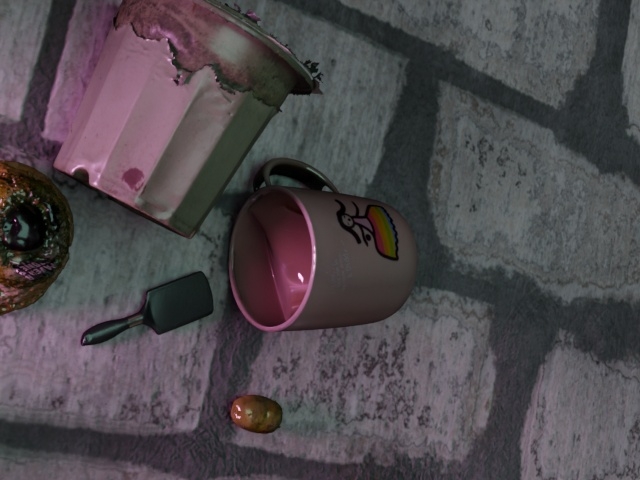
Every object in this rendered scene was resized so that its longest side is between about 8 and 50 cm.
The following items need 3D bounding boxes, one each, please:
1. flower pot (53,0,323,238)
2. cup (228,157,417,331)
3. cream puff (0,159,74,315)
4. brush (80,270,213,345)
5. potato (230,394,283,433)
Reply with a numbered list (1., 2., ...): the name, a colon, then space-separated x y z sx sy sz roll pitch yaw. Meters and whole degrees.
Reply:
1. flower pot: -0.174 -0.152 1.272 0.290 0.290 0.259 31 83 -32
2. cup: 0.000 0.000 1.451 0.200 0.191 0.253 2 56 -39
3. cream puff: -0.347 -0.003 1.192 0.183 0.169 0.183 0 89 -37
4. brush: -0.224 0.096 1.374 0.193 0.016 0.063 -21 102 -34
5. potato: -0.088 0.239 1.458 0.083 0.040 0.051 22 68 -35
